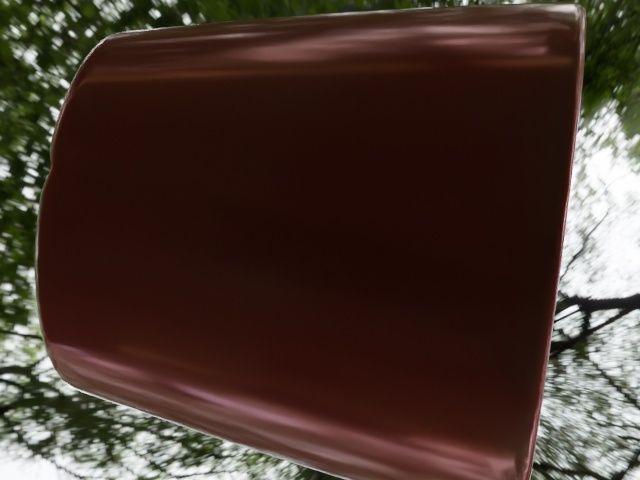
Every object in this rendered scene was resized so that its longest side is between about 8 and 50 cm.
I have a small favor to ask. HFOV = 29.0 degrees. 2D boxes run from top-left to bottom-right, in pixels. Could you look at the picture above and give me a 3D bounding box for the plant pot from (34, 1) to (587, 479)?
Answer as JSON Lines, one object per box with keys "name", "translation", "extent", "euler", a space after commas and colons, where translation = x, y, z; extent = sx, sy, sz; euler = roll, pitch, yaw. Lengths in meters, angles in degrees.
{"name": "plant pot", "translation": [0.000, 0.000, 0.651], "extent": [0.243, 0.275, 0.275], "euler": [6, -95, 8]}
